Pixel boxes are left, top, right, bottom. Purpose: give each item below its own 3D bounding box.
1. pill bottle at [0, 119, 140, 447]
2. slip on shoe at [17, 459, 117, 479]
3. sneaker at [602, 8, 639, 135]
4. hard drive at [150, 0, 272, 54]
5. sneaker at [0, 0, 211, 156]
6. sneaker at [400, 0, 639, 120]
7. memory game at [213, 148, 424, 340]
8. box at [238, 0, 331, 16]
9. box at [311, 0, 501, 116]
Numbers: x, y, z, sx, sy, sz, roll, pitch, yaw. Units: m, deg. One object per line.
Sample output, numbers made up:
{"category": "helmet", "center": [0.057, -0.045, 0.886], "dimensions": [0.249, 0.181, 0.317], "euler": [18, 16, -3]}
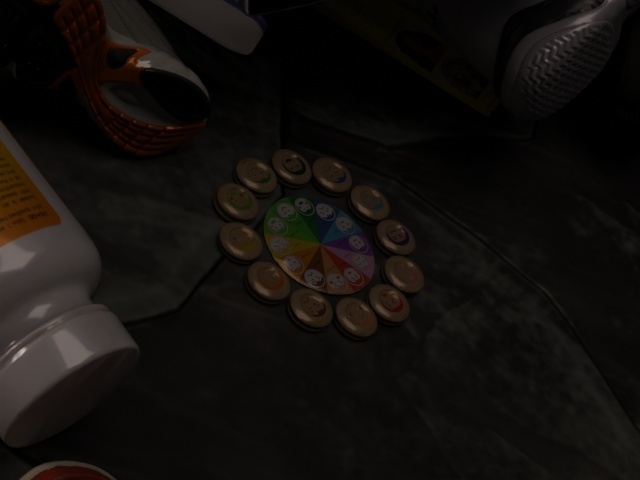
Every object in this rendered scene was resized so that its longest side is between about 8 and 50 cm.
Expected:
{"category": "pill bottle", "center": [-0.226, 0.006, 1.016], "dimensions": [0.136, 0.136, 0.245], "euler": [-24, 69, -44]}
{"category": "slip on shoe", "center": [-0.073, 0.258, 0.923], "dimensions": [0.123, 0.101, 0.331], "euler": [-18, 63, -40]}
{"category": "sneaker", "center": [0.252, -0.291, 1.607], "dimensions": [0.202, 0.185, 0.482], "euler": [-5, 53, -9]}
{"category": "hard drive", "center": [-0.120, -0.286, 1.358], "dimensions": [0.210, 0.040, 0.318], "euler": [31, 28, -11]}
{"category": "sneaker", "center": [-0.192, -0.168, 1.189], "dimensions": [0.262, 0.099, 0.121], "euler": [44, 13, -46]}
{"category": "sneaker", "center": [0.222, -0.283, 1.413], "dimensions": [0.210, 0.137, 0.366], "euler": [39, 68, 17]}
{"category": "memory game", "center": [0.000, 0.000, 1.265], "dimensions": [0.186, 0.012, 0.186], "euler": [19, 45, -20]}
{"category": "box", "center": [0.025, -0.394, 1.291], "dimensions": [0.294, 0.212, 0.395], "euler": [-12, 45, -11]}
{"category": "box", "center": [0.081, -0.213, 1.475], "dimensions": [0.232, 0.058, 0.087], "euler": [30, 43, -6]}
